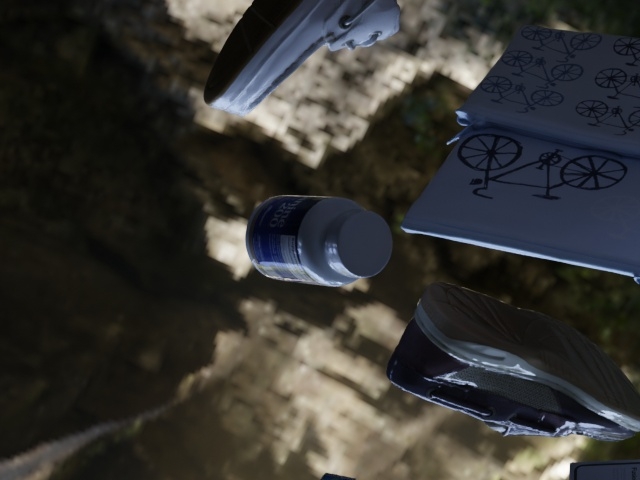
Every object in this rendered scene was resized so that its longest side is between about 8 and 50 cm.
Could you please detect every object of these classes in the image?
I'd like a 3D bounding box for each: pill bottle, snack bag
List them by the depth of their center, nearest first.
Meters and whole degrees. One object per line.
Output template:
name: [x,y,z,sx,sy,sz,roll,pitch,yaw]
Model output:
pill bottle: [0.000,0.000,1.368,0.067,0.067,0.120,0,-178,-33]
snack bag: [0.272,-0.090,1.742,0.323,0.037,0.342,13,-135,28]

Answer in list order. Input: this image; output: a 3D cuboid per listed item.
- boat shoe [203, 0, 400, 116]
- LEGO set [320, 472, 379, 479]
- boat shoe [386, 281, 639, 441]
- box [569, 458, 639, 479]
boat shoe: [0.025,-0.189,1.414,0.096,0.277,0.098,40,-173,-24]
LEGO set: [-0.002,0.285,1.519,0.060,0.182,0.244,35,166,-16]
boat shoe: [0.164,0.117,1.516,0.285,0.092,0.103,23,-152,-43]
box: [0.254,0.340,1.476,0.087,0.290,0.169,-3,-150,11]
